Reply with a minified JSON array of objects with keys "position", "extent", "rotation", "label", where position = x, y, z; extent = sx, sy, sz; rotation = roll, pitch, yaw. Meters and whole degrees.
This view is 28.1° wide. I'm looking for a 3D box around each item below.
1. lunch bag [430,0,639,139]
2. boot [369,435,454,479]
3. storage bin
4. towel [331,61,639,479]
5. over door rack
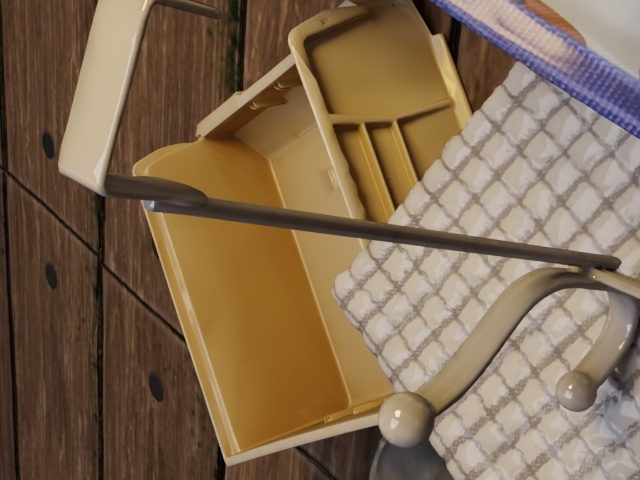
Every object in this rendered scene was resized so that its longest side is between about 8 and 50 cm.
[{"position":[0.184,-0.177,0.394],"extent":[0.385,0.239,0.327],"rotation":[41,116,24],"label":"lunch bag"},{"position":[0.108,0.235,0.870],"extent":[0.208,0.076,0.189],"rotation":[27,110,41],"label":"boot"},{"position":[0.000,0.000,0.893],"extent":[0.262,0.123,0.260],"rotation":[-29,79,57],"label":"storage bin"},{"position":[0.169,0.024,0.618],"extent":[0.283,0.121,0.235],"rotation":[-52,60,31],"label":"towel"},{"position":[0.097,0.052,0.378],"extent":[0.240,0.324,0.108],"rotation":[24,89,41],"label":"over door rack"}]
